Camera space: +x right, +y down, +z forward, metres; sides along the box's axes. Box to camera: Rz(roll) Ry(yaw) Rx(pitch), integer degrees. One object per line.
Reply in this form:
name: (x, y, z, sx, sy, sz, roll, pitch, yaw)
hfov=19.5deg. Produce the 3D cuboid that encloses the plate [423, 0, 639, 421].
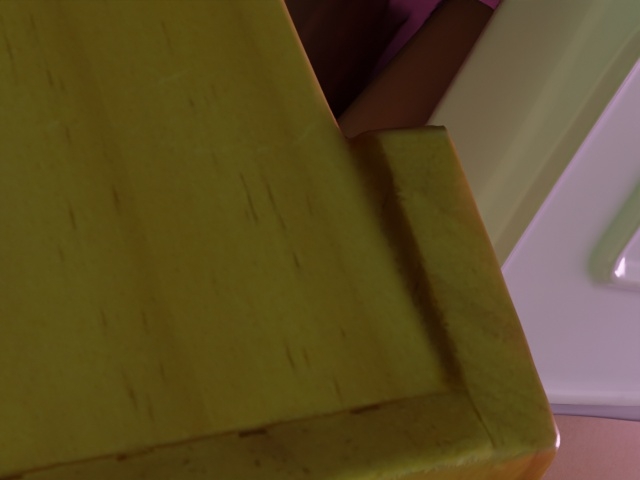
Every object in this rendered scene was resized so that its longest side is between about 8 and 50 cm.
plate: (0.146, -0.020, 0.800, 0.277, 0.045, 0.278, 8, 121, -44)

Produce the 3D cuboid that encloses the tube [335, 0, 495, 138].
tube: (0.000, 0.000, 0.783, 0.070, 0.062, 0.240, 41, 79, -1)

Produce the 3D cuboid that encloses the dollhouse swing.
dollhouse swing: (-0.164, 0.031, 0.588, 0.347, 0.305, 0.315, -8, 139, -34)

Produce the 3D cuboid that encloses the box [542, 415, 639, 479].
box: (0.165, 0.113, 0.979, 0.201, 0.021, 0.164, -25, 118, -32)
